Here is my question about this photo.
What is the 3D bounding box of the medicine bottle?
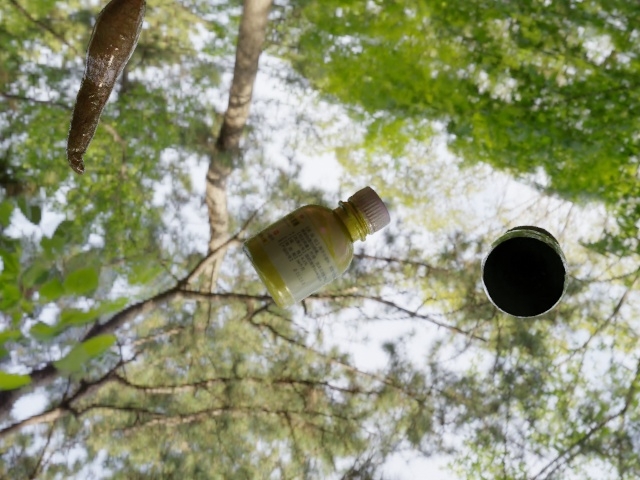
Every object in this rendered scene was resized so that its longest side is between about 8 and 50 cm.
[{"bbox_3d":[0.000,0.000,1.166,0.212,0.122,0.122,-32,-130,-6],"label":"medicine bottle"}]

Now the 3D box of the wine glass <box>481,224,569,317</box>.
[{"bbox_3d":[0.245,-0.053,0.931,0.096,0.264,0.309,0,-179,16],"label":"wine glass"}]

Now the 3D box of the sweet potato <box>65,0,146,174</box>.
[{"bbox_3d":[-0.248,-0.179,0.874,0.050,0.214,0.050,23,-167,-6],"label":"sweet potato"}]
